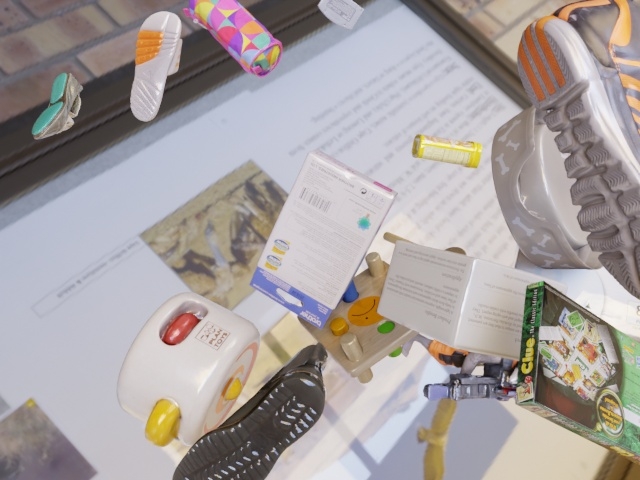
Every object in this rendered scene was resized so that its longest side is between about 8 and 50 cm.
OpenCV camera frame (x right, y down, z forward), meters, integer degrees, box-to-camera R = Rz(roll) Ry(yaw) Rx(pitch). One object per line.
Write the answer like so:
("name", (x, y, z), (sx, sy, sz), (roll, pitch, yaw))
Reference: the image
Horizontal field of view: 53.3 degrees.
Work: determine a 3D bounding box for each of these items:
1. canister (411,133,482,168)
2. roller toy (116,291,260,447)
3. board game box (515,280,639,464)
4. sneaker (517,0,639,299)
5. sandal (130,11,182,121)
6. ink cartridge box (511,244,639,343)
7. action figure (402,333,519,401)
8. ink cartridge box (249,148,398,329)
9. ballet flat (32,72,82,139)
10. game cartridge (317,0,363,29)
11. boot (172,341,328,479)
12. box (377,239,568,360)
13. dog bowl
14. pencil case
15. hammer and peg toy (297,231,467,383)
("canister", (0.348, -0.250, 1.774), (0.126, 0.169, 0.074), (-102, -159, -80))
("roller toy", (-0.178, 0.183, 0.905), (0.191, 0.146, 0.209), (-64, 169, -2))
("board game box", (0.317, 0.159, 0.716), (0.030, 0.259, 0.136), (-25, -137, 49))
("sneaker", (0.343, -0.103, 0.642), (0.180, 0.321, 0.124), (-22, -178, -11))
("sandal", (-0.401, -0.424, 1.561), (0.076, 0.101, 0.265), (-35, 145, -74))
("ink cartridge box", (0.590, 0.023, 1.393), (0.091, 0.308, 0.385), (78, 27, -65))
("action figure", (0.323, 0.235, 1.334), (0.341, 0.330, 0.179), (6, 95, -37))
("ink cartridge box", (0.000, 0.000, 1.258), (0.311, 0.185, 0.065), (-63, 171, 18))
("ballet flat", (-0.558, -0.280, 1.381), (0.072, 0.068, 0.213), (-20, -134, 21))
("game cartridge", (0.039, -0.464, 1.280), (0.056, 0.083, 0.017), (-55, -164, 10))
("boot", (-0.066, 0.202, 0.718), (0.197, 0.077, 0.137), (-36, -175, 11))
("box", (0.211, 0.085, 0.907), (0.181, 0.181, 0.119), (17, -88, 61))
("dog bowl", (0.455, -0.102, 1.261), (0.102, 0.349, 0.348), (-18, -168, 38))
("pencil case", (-0.189, -0.461, 1.400), (0.104, 0.236, 0.104), (-41, 163, -16))
("hammer and peg toy", (0.147, 0.133, 1.420), (0.361, 0.127, 0.266), (-33, -146, -15))
